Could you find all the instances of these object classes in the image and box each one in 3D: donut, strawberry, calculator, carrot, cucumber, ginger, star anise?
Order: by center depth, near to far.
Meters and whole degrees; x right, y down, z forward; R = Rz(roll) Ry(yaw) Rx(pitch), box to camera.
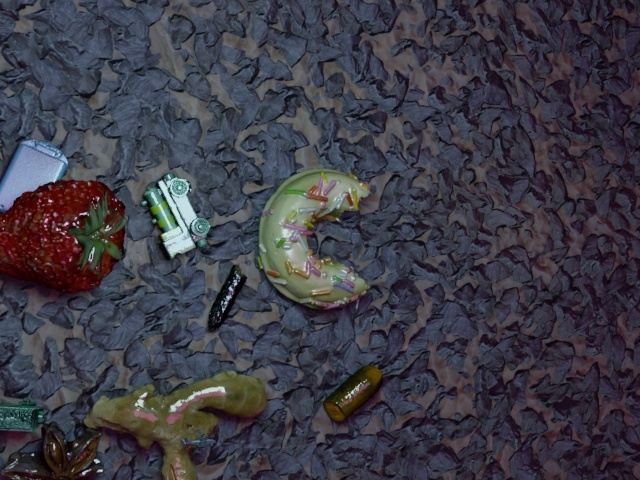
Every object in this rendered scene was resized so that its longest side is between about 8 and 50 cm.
[{"bbox_3d":[-0.583,-0.013,1.649,0.258,0.261,0.260,8,82,19],"label":"strawberry"},{"bbox_3d":[-0.603,0.506,1.658,0.220,0.099,0.214,-3,104,-17],"label":"star anise"},{"bbox_3d":[-0.678,-0.134,1.709,0.121,0.039,0.210,24,79,-16],"label":"calculator"},{"bbox_3d":[-0.334,0.418,1.757,0.348,0.122,0.363,43,84,-21],"label":"ginger"},{"bbox_3d":[-0.238,0.148,1.848,0.053,0.053,0.181,30,79,-16],"label":"cucumber"},{"bbox_3d":[-0.006,-0.008,1.888,0.308,0.150,0.370,3,86,-20],"label":"donut"},{"bbox_3d":[0.091,0.401,1.934,0.173,0.082,0.082,-40,100,-21],"label":"carrot"}]

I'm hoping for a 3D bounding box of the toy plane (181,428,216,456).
[{"bbox_3d":[-0.285,0.475,1.719,0.085,0.024,0.077,10,109,-23],"label":"toy plane"}]

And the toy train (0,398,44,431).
[{"bbox_3d":[-0.706,0.391,1.632,0.172,0.099,0.070,8,84,-20],"label":"toy train"}]

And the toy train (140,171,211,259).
[{"bbox_3d":[-0.358,-0.062,1.800,0.132,0.083,0.200,-28,95,-16],"label":"toy train"}]
